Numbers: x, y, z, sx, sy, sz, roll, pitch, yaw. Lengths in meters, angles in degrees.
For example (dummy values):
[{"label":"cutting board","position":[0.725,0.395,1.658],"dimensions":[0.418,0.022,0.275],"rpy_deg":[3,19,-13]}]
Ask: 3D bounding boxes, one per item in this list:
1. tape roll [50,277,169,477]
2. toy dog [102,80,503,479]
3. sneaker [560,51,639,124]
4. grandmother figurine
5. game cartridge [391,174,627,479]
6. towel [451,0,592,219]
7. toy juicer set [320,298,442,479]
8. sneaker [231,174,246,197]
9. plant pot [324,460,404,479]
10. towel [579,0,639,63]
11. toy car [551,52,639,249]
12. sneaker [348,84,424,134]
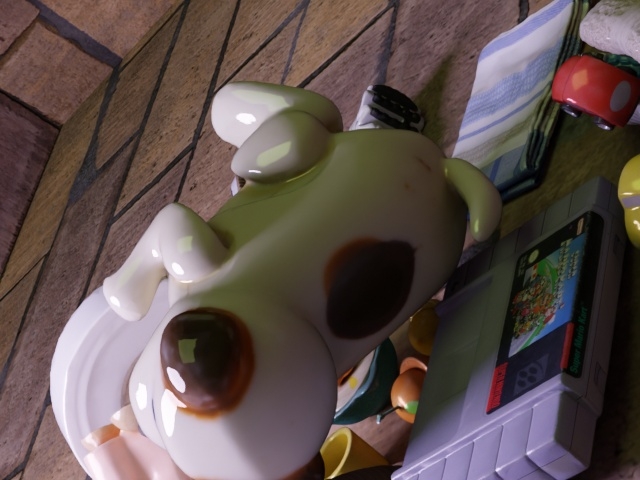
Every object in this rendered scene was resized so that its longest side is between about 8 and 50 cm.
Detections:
[{"label":"tape roll","position":[-0.172,0.174,1.902],"dimensions":[0.286,0.286,0.100],"rpy_deg":[-59,21,-2]},{"label":"toy dog","position":[-0.029,0.080,1.627],"dimensions":[0.395,0.285,0.408],"rpy_deg":[7,47,31]},{"label":"sneaker","position":[0.328,-0.144,1.577],"dimensions":[0.190,0.083,0.071],"rpy_deg":[14,81,45]},{"label":"grandmother figurine","position":[-0.147,0.346,1.683],"dimensions":[0.208,0.104,0.342],"rpy_deg":[-44,66,52]},{"label":"game cartridge","position":[0.179,0.107,1.508],"dimensions":[0.230,0.068,0.355],"rpy_deg":[-42,20,40]},{"label":"towel","position":[0.220,-0.154,1.888],"dimensions":[0.209,0.034,0.285],"rpy_deg":[-30,34,54]},{"label":"toy juicer set","position":[0.056,0.122,1.786],"dimensions":[0.209,0.089,0.329],"rpy_deg":[-50,21,20]},{"label":"sneaker","position":[-0.088,0.048,2.125],"dimensions":[0.153,0.099,0.282],"rpy_deg":[-49,45,29]},{"label":"plant pot","position":[0.028,0.308,1.556],"dimensions":[0.237,0.109,0.237],"rpy_deg":[-46,24,28]},{"label":"towel","position":[0.387,-0.245,1.452],"dimensions":[0.282,0.049,0.187],"rpy_deg":[-31,19,-6]},{"label":"toy car","position":[0.329,-0.135,1.480],"dimensions":[0.225,0.053,0.239],"rpy_deg":[-39,52,24]},{"label":"sneaker","position":[0.056,-0.074,2.070],"dimensions":[0.118,0.110,0.292],"rpy_deg":[-51,12,40]}]
